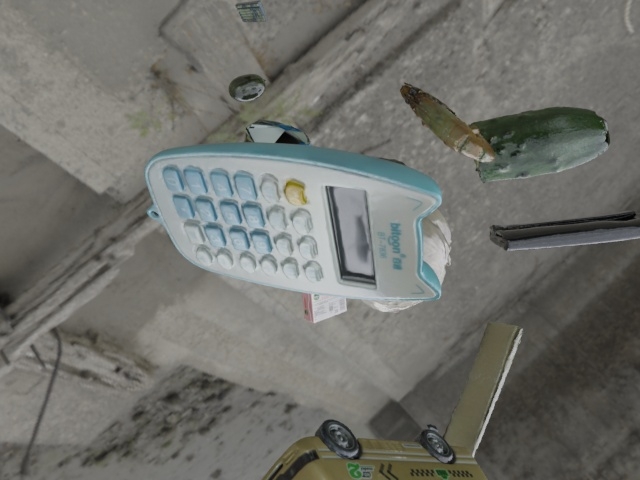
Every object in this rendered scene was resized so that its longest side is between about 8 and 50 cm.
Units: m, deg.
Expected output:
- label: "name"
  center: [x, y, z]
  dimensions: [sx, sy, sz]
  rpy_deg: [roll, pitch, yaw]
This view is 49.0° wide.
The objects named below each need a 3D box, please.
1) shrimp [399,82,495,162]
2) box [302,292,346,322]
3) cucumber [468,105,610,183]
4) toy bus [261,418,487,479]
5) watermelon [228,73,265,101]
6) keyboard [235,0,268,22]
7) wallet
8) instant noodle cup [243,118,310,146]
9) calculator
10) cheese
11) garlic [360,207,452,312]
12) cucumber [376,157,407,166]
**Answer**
- label: "shrimp"
  center: [0.273, -0.257, 1.519]
  dimensions: [0.145, 0.267, 0.061]
  rpy_deg: [-19, 143, -55]
- label: "box"
  center: [0.011, 0.166, 1.932]
  dimensions: [0.125, 0.043, 0.089]
  rpy_deg: [-14, 106, -38]
- label: "cucumber"
  center: [0.511, -0.233, 1.625]
  dimensions: [0.325, 0.145, 0.105]
  rpy_deg: [-7, 142, 8]
- label: "toy bus"
  center: [0.089, 0.380, 0.967]
  dimensions: [0.365, 0.202, 0.177]
  rpy_deg: [17, 117, -40]
- label: "watermelon"
  center: [-0.203, -0.427, 1.965]
  dimensions: [0.110, 0.078, 0.078]
  rpy_deg: [-16, 150, -14]
- label: "keyboard"
  center: [-0.188, -0.619, 1.901]
  dimensions: [0.014, 0.176, 0.055]
  rpy_deg: [-33, 117, -15]
- label: "wallet"
  center: [0.695, -0.029, 1.968]
  dimensions: [0.406, 0.062, 0.228]
  rpy_deg: [-5, -170, 3]
- label: "instant noodle cup"
  center: [-0.129, -0.216, 1.975]
  dimensions: [0.240, 0.240, 0.178]
  rpy_deg: [-25, 138, -39]
- label: "calculator"
  center: [-0.041, -0.022, 0.878]
  dimensions: [0.256, 0.386, 0.054]
  rpy_deg: [79, 21, -49]
- label: "cheese"
  center: [0.340, 0.349, 1.524]
  dimensions: [0.400, 0.085, 0.034]
  rpy_deg: [-62, 142, -26]
- label: "garlic"
  center: [0.146, 0.023, 1.290]
  dimensions: [0.229, 0.178, 0.143]
  rpy_deg: [-66, 164, -1]
- label: "cucumber"
  center: [0.042, -0.107, 1.164]
  dimensions: [0.052, 0.214, 0.058]
  rpy_deg: [-69, 150, -56]
